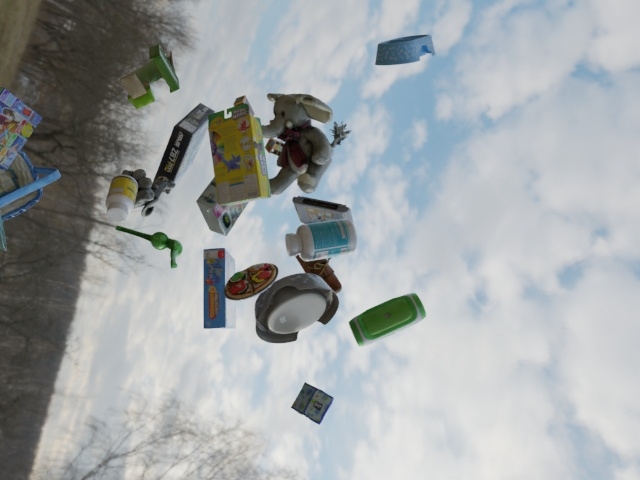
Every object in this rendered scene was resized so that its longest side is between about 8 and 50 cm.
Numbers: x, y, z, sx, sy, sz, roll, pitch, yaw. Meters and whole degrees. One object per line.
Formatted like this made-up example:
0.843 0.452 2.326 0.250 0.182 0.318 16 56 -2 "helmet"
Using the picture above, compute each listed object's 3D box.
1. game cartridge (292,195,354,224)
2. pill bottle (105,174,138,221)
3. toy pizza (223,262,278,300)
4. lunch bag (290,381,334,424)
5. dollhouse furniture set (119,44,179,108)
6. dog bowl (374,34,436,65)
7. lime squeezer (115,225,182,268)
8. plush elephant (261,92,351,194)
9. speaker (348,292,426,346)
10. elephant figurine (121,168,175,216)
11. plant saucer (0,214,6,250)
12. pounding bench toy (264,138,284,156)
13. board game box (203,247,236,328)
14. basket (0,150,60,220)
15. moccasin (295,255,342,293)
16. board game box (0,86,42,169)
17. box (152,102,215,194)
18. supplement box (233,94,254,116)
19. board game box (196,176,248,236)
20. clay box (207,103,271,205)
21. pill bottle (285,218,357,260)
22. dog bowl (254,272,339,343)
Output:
0.016 -0.124 2.387 0.297 0.198 0.062 12 -124 20 "game cartridge"
-0.485 -0.101 1.174 0.065 0.065 0.116 -49 -146 35 "pill bottle"
-0.237 0.129 1.621 0.201 0.032 0.201 -18 -153 9 "toy pizza"
-0.031 0.701 2.070 0.151 0.096 0.129 17 -115 36 "lunch bag"
-0.677 -0.676 1.874 0.197 0.151 0.302 -24 -134 2 "dollhouse furniture set"
0.313 -0.704 1.776 0.165 0.297 0.074 11 -58 34 "dog bowl"
-0.484 0.018 1.439 0.310 0.109 0.059 27 -56 34 "lime squeezer"
-0.078 -0.326 1.476 0.330 0.255 0.271 -49 -152 -15 "plush elephant"
0.267 0.317 1.937 0.296 0.131 0.131 -23 -140 -3 "speaker"
-0.707 -0.181 1.944 0.239 0.185 0.170 79 6 -80 "elephant figurine"
-0.697 -0.034 1.035 0.119 0.021 0.120 27 -58 55 "plant saucer"
-0.183 -0.371 1.882 0.052 0.065 0.083 -58 -140 20 "pounding bench toy"
-0.408 0.207 1.974 0.302 0.086 0.309 101 -13 -79 "board game box"
-0.974 -0.167 1.479 0.288 0.254 0.201 10 -53 38 "basket"
-0.012 0.122 2.519 0.380 0.139 0.147 57 -33 28 "moccasin"
-0.944 -0.331 1.432 0.035 0.136 0.201 9 -114 30 "board game box"
-0.627 -0.432 2.220 0.318 0.097 0.395 -56 -166 26 "box"
-0.292 -0.502 1.842 0.043 0.083 0.055 -14 -143 17 "supplement box"
-0.411 -0.207 2.174 0.224 0.097 0.304 83 31 -58 "board game box"
-0.196 -0.203 1.156 0.127 0.053 0.222 -7 -91 26 "clay box"
0.000 0.000 1.884 0.146 0.263 0.146 172 -90 -72 "pill bottle"
-0.104 0.266 1.916 0.349 0.348 0.102 -55 -136 29 "dog bowl"
